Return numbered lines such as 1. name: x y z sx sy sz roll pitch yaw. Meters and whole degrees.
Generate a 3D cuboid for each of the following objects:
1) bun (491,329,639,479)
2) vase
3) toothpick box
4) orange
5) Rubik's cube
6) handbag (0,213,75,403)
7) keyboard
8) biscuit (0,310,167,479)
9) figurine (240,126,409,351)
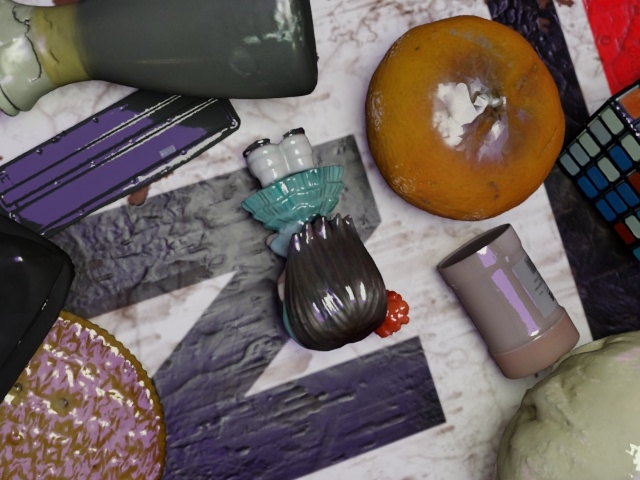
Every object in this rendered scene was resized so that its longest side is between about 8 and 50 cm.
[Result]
1. bun: 0.321 0.250 0.918 0.365 0.219 0.365 -17 118 -34
2. vase: -0.171 -0.211 0.863 0.321 0.173 0.173 -7 90 5
3. toothpick box: 0.210 0.068 0.970 0.098 0.098 0.148 -33 94 -9
4. orange: 0.158 -0.131 0.930 0.224 0.170 0.223 0 90 -8
5. Rubik's cube: 0.406 -0.100 0.950 0.187 0.182 0.184 -36 82 -10
6. handbag: -0.437 0.077 0.823 0.343 0.152 0.287 23 93 12
7. keyboard: -0.179 -0.126 0.944 0.381 0.041 0.103 -30 95 -3
8. biscuit: -0.313 0.218 0.909 0.306 0.038 0.305 0 88 -11
9. figurine: 0.000 0.000 0.934 0.138 0.110 0.245 -19 84 -13
